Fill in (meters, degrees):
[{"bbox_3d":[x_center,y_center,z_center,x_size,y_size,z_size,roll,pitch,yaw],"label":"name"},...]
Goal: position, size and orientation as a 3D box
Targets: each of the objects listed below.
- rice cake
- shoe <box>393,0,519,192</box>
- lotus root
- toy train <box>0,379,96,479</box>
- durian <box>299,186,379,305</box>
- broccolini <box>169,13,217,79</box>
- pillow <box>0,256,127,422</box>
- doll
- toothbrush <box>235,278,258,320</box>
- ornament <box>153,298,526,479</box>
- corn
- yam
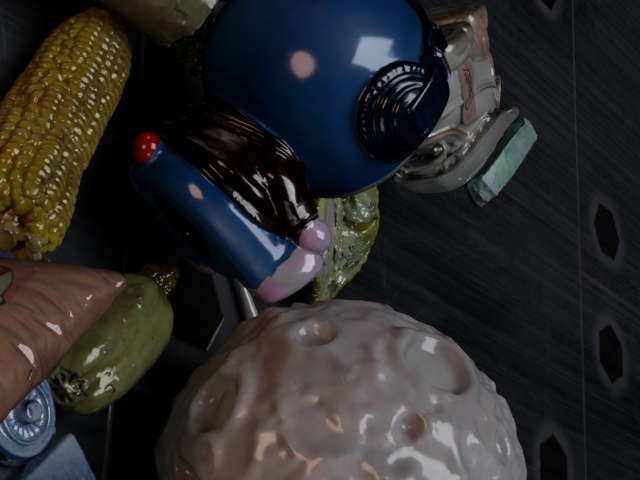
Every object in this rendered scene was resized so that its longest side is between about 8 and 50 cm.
[{"bbox_3d":[0.259,-0.114,2.084,0.043,0.034,0.211,58,38,-13],"label":"rice cake"},{"bbox_3d":[0.126,-0.150,1.689,0.351,0.172,0.198,-42,119,-58],"label":"shoe"},{"bbox_3d":[-0.186,0.083,1.312,0.183,0.077,0.090,-54,131,-46],"label":"lotus root"},{"bbox_3d":[-0.272,0.228,1.088,0.299,0.131,0.202,-45,119,-52],"label":"toy train"},{"bbox_3d":[0.000,0.000,1.615,0.146,0.102,0.208,3,100,-54],"label":"durian"},{"bbox_3d":[-0.038,-0.172,1.642,0.392,0.079,0.074,21,103,-53],"label":"broccolini"},{"bbox_3d":[-0.280,0.080,1.045,0.236,0.223,0.084,-59,142,-49],"label":"pillow"},{"bbox_3d":[-0.025,-0.120,1.385,0.310,0.284,0.240,-46,132,-14],"label":"doll"},{"bbox_3d":[-0.052,0.135,1.544,0.030,0.025,0.342,-23,98,-59],"label":"toothbrush"},{"bbox_3d":[0.012,0.223,1.331,0.337,0.337,0.337,24,60,-51],"label":"ornament"},{"bbox_3d":[-0.231,-0.103,1.284,0.101,0.101,0.291,52,38,-33],"label":"corn"},{"bbox_3d":[-0.215,-0.274,1.305,0.259,0.106,0.106,33,51,-24],"label":"yam"}]
